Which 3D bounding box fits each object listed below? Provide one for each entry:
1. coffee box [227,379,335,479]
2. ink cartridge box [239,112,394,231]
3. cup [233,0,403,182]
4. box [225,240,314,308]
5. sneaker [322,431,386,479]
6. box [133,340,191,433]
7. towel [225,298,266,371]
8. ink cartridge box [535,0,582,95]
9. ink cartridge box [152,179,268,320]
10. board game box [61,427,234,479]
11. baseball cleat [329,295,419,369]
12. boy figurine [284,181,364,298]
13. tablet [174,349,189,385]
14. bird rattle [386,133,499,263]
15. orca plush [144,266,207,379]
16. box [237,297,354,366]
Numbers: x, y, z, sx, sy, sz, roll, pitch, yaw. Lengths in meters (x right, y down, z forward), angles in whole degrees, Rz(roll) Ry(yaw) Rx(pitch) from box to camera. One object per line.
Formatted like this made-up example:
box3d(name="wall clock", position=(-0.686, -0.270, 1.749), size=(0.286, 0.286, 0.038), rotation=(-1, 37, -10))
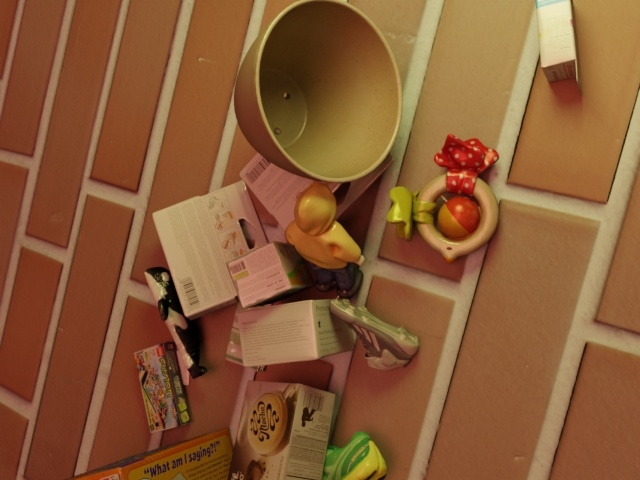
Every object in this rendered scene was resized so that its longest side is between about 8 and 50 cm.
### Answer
box3d(name="coffee box", position=(-0.088, 0.452, 1.277), size=(0.168, 0.118, 0.297), rotation=(-8, 63, 43))
box3d(name="ink cartridge box", position=(-0.006, -0.159, 1.367), size=(0.296, 0.066, 0.261), rotation=(-45, 69, 18))
box3d(name="cup", position=(-0.039, -0.274, 1.207), size=(0.237, 0.331, 0.331), rotation=(3, 88, 54))
box3d(name="box", position=(-0.101, 0.073, 1.310), size=(0.114, 0.203, 0.103), rotation=(-24, 83, 10))
box3d(name="sneaker", position=(0.020, 0.506, 1.311), size=(0.295, 0.109, 0.124), rotation=(-40, 42, 24))
box3d(name="box", position=(-0.399, 0.368, 1.551), size=(0.114, 0.036, 0.207), rotation=(-23, 77, 29))
box3d(name="towel", position=(-0.167, 0.223, 1.452), size=(0.113, 0.023, 0.152), rotation=(13, 93, 26))
box3d(name="ink cartridge box", position=(0.436, -0.359, 1.129), size=(0.061, 0.104, 0.182), rotation=(-6, 84, 27))
box3d(name="ink cartridge box", position=(-0.248, 0.019, 1.478), size=(0.238, 0.060, 0.275), rotation=(-21, 74, -4))
box3d(name="board game box", position=(-0.395, 0.663, 1.356), size=(0.356, 0.356, 0.357), rotation=(-23, 77, 24))
box3d(name="baseball cleat", position=(0.096, 0.199, 1.255), size=(0.205, 0.072, 0.109), rotation=(27, 106, -3))
box3d(name="boy figurine", position=(0.000, 0.000, 1.239), size=(0.177, 0.285, 0.092), rotation=(13, 54, 30))
box3d(name="tablet", position=(-0.350, 0.319, 1.550), size=(0.054, 0.006, 0.083), rotation=(2, 87, 28))
box3d(name="bird rattle", position=(0.261, -0.075, 1.221), size=(0.253, 0.143, 0.207), rotation=(-38, 82, 7))
box3d(name="orca plush", position=(-0.323, 0.184, 1.494), size=(0.102, 0.151, 0.287), rotation=(-24, 71, -8))
box3d(name="box", position=(-0.049, 0.191, 1.304), size=(0.181, 0.181, 0.119), rotation=(-11, 82, 26))
